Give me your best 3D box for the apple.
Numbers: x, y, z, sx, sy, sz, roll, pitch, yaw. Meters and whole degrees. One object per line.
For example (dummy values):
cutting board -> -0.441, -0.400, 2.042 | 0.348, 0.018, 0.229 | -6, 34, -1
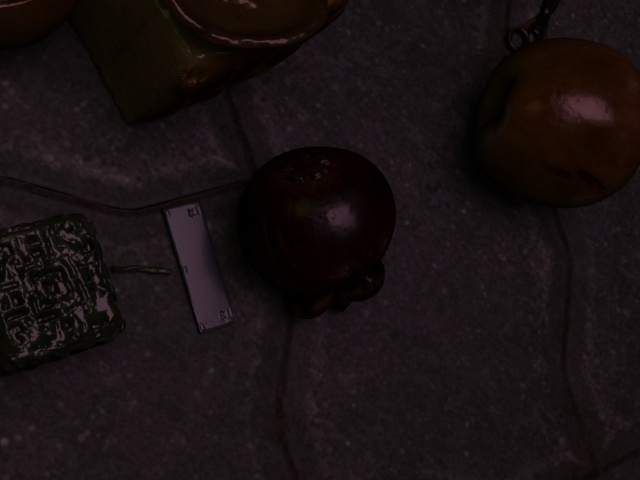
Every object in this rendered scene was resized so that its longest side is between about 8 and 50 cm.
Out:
apple -> 0.353, -0.180, 1.735 | 0.264, 0.264, 0.264 | 6, 76, -26

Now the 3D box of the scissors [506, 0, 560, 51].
scissors -> 0.380, -0.385, 1.928 | 0.088, 0.017, 0.220 | 35, 65, -13

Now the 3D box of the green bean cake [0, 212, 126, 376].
green bean cake -> -0.345, 0.061, 1.407 | 0.173, 0.094, 0.181 | -15, 87, -30

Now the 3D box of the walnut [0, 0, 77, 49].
walnut -> -0.443, -0.338, 1.399 | 0.298, 0.203, 0.203 | 13, 73, -21

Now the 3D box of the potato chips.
potato chips -> -0.093, -0.298, 1.335 | 0.208, 0.062, 0.195 | -34, 91, -25

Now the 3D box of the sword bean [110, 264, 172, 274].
sword bean -> -0.236, 0.039, 1.516 | 0.083, 0.012, 0.012 | 3, 77, -26

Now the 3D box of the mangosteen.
mangosteen -> 0.000, 0.000, 1.554 | 0.215, 0.215, 0.257 | -34, 130, -29

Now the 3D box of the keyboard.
keyboard -> -0.164, 0.035, 1.552 | 0.055, 0.014, 0.176 | -16, 86, -28

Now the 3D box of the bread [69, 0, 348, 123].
bread -> -0.144, -0.308, 1.496 | 0.279, 0.279, 0.207 | -30, 95, -31
